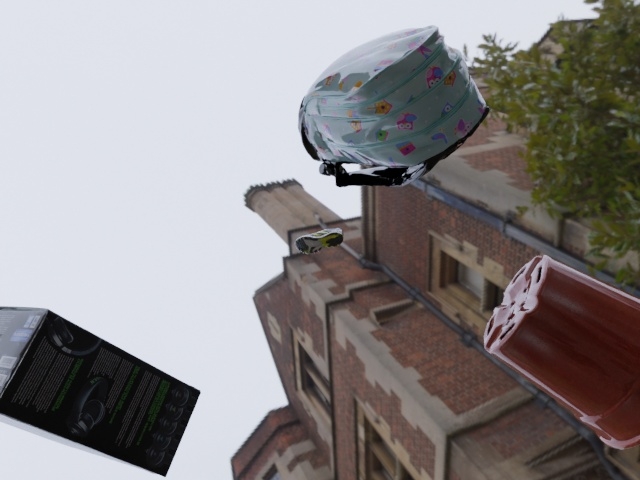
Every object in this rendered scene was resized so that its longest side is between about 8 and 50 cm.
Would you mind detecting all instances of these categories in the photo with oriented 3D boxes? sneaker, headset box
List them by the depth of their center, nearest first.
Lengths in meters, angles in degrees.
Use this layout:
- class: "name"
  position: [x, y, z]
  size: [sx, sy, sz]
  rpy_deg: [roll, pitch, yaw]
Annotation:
- class: "headset box"
  position: [-0.349, 0.215, 0.836]
  size: [0.283, 0.246, 0.131]
  rpy_deg: [43, -124, -38]
- class: "sneaker"
  position: [0.000, 0.000, 0.958]
  size: [0.083, 0.035, 0.031]
  rpy_deg: [-8, -73, 17]

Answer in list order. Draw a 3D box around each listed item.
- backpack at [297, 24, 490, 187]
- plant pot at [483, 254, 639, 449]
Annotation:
- class: "backpack"
  position: [0.062, -0.127, 0.556]
  size: [0.152, 0.182, 0.115]
  rpy_deg: [-49, -62, -9]
- class: "plant pot"
  position: [0.453, 0.175, 1.041]
  size: [0.265, 0.272, 0.272]
  rpy_deg: [30, -82, 4]
